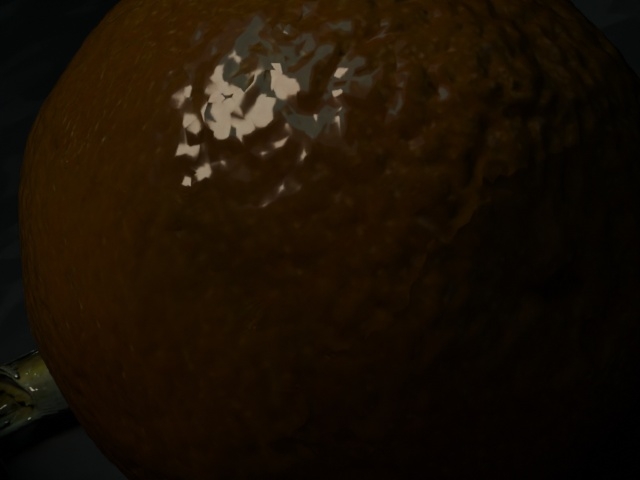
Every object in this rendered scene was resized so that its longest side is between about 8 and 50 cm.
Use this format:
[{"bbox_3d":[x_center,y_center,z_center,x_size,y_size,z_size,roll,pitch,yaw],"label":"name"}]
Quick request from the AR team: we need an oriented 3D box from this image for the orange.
[{"bbox_3d":[0.000,0.000,0.692,0.357,0.322,0.322,2,41,51],"label":"orange"}]

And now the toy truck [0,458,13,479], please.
[{"bbox_3d":[-0.285,0.149,0.863,0.155,0.156,0.279,-35,29,-12],"label":"toy truck"}]

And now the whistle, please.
[{"bbox_3d":[-0.095,0.058,0.947,0.326,0.057,0.068,-24,30,8],"label":"whistle"}]
